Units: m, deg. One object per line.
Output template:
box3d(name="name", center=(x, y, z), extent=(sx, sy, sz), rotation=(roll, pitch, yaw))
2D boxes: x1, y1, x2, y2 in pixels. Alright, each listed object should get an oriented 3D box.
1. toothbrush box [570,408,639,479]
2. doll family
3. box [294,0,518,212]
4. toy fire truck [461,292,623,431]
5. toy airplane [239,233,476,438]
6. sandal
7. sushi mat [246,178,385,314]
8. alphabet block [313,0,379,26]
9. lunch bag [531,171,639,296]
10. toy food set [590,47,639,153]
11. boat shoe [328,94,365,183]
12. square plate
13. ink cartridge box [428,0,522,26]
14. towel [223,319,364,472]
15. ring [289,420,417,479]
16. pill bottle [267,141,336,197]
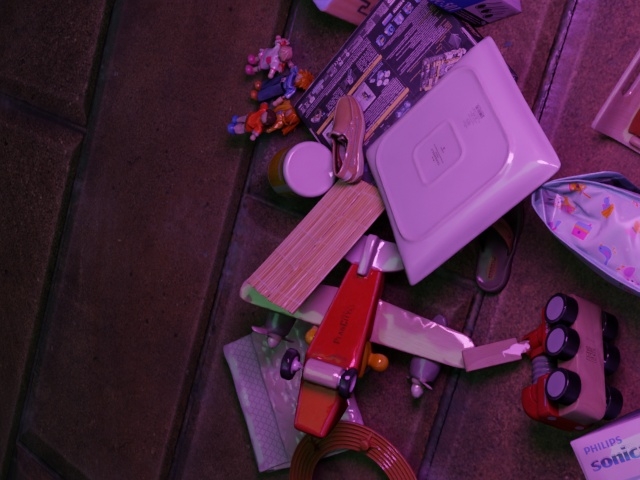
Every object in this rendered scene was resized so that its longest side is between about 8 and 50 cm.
box3d(name="toothbrush box", center=(0.543, 0.301, 1.209), extent=(0.216, 0.295, 0.126), rotation=(-31, 70, 31))
box3d(name="doll family", center=(-0.096, -0.333, 1.857), extent=(0.163, 0.118, 0.263), rotation=(-3, 68, 43))
box3d(name="box", center=(0.158, -0.303, 1.654), extent=(0.395, 0.097, 0.318), rotation=(-48, 61, 27))
box3d(name="toy fire truck", center=(0.380, 0.227, 1.420), extent=(0.246, 0.158, 0.217), rotation=(-45, 30, 52))
box3d(name="toy airplane", center=(0.066, 0.172, 1.631), extent=(0.384, 0.272, 0.386), rotation=(-25, 58, -6))
box3d(name="sandal", center=(0.328, -0.007, 1.533), extent=(0.090, 0.060, 0.219), rotation=(15, 97, 37))
box3d(name="sushi mat", center=(0.000, 0.000, 1.594), extent=(0.316, 0.019, 0.151), rotation=(-48, 49, -10))
box3d(name="alphabet block", center=(0.074, -0.577, 1.667), extent=(0.193, 0.197, 0.192), rotation=(-44, 64, 28))
box3d(name="lunch bag", center=(0.489, -0.013, 1.309), extent=(0.262, 0.223, 0.160), rotation=(33, 102, 35))
box3d(name="toy food set", center=(0.620, -0.197, 1.285), extent=(0.306, 0.092, 0.219), rotation=(41, 116, 29))
box3d(name="boat shoe", center=(0.048, -0.211, 1.620), extent=(0.068, 0.072, 0.190), rotation=(-21, 66, 40))
box3d(name="square plate", center=(0.223, -0.151, 1.441), extent=(0.344, 0.049, 0.347), rotation=(-43, 44, 31))
box3d(name="ink cartridge box", center=(0.285, -0.454, 1.493), extent=(0.097, 0.207, 0.046), rotation=(-11, 81, 36))
box3d(name="towel", center=(-0.066, 0.337, 1.824), extent=(0.317, 0.053, 0.332), rotation=(-27, 73, 33))
box3d(name="ring", center=(0.065, 0.545, 1.692), extent=(0.337, 0.032, 0.336), rotation=(6, 101, 33))
box3d(name="pill bottle", center=(-0.048, -0.148, 1.745), extent=(0.208, 0.118, 0.117), rotation=(-177, 90, -73))
